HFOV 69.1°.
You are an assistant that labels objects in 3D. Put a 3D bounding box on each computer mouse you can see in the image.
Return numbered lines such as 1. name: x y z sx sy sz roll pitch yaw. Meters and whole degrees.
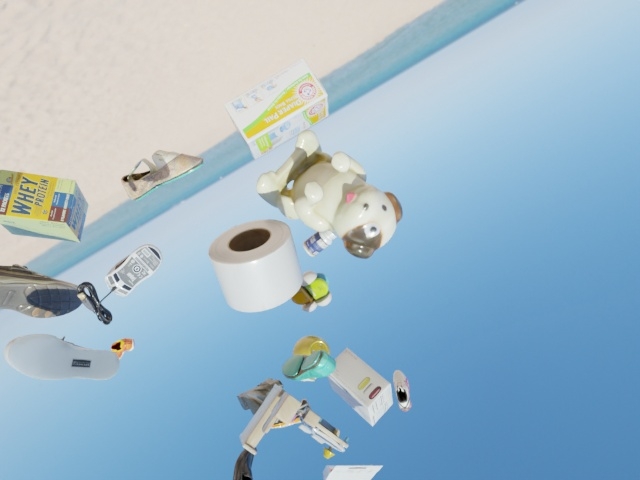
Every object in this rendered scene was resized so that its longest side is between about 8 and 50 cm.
1. computer mouse: -0.436 0.085 1.033 0.193 0.106 0.042 -45 -155 -23

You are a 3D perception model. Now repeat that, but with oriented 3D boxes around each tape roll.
1. tape roll: -0.186 0.068 1.360 0.245 0.169 0.246 -9 -149 6

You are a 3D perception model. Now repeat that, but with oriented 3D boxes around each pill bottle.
1. pill bottle: 0.000 0.000 1.678 0.120 0.067 0.067 -37 -170 18

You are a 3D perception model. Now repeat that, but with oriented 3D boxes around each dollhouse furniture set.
1. dollhouse furniture set: -0.060 0.623 1.425 0.198 0.303 0.286 -54 -174 -17

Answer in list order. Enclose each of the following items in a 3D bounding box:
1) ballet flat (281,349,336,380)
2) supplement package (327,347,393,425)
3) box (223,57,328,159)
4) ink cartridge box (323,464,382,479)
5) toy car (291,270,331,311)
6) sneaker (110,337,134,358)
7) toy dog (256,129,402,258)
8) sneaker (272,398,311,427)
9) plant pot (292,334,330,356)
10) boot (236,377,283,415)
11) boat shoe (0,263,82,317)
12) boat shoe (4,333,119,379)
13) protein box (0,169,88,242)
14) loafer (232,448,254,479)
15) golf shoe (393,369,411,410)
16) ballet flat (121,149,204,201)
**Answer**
1. ballet flat: -0.032 0.386 1.388 0.247 0.087 0.083 -34 -157 54
2. supplement package: 0.172 0.642 2.048 0.145 0.204 0.261 -40 -128 -22
3. box: -0.092 -0.288 1.029 0.203 0.103 0.114 -32 172 -4
4. ink cartridge box: 0.121 0.886 1.802 0.188 0.233 0.066 4 -137 -10
5. toy car: -0.038 0.193 1.915 0.181 0.159 0.136 -27 -162 32
6. sneaker: -0.777 0.412 1.778 0.067 0.064 0.175 15 139 -42
7. toy dog: 0.051 -0.105 1.480 0.284 0.396 0.407 -43 -132 -19
8. sneaker: -0.133 0.712 1.894 0.214 0.083 0.084 -18 159 6
9. plant pot: -0.019 0.386 1.603 0.134 0.134 0.095 -37 173 -28
10. boot: -0.206 0.574 1.741 0.161 0.084 0.246 -27 -173 -28
11. boat shoe: -0.836 0.122 1.298 0.132 0.130 0.355 -48 148 11
12. boat shoe: -0.698 0.314 1.247 0.104 0.113 0.306 -4 163 31
13. protein box: -0.830 -0.097 1.390 0.199 0.136 0.201 8 162 -14
14. loafer: -0.272 0.844 1.651 0.078 0.076 0.223 -9 -149 18
15. golf shoe: 0.363 0.655 2.069 0.067 0.086 0.186 -15 -136 5
16. ballet flat: -0.509 -0.218 1.453 0.315 0.106 0.108 -21 -158 24
